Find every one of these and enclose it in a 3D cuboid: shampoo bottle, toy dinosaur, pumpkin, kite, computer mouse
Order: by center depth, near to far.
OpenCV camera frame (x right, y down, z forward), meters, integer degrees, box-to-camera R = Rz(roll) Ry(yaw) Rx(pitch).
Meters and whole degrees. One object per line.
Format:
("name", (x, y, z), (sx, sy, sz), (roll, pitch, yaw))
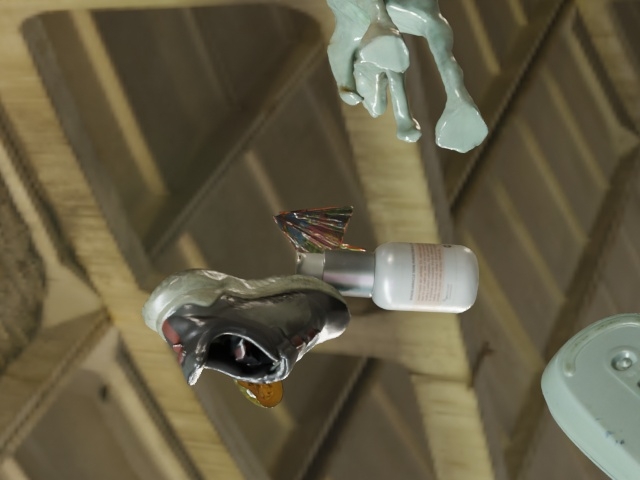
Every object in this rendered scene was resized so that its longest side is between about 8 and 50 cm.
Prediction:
("toy dinosaur", (0.053, -0.176, 0.854), (0.392, 0.092, 0.205), (88, 173, -50))
("computer mouse", (0.331, 0.179, 1.191), (0.160, 0.288, 0.097), (-29, -46, -16))
("shampoo bottle", (0.068, 0.038, 1.334), (0.074, 0.192, 0.074), (-178, 90, -86))
("pumpkin", (-0.085, 0.179, 1.600), (0.083, 0.028, 0.050), (48, -131, -21))
("kite", (0.000, 0.000, 2.112), (0.241, 0.183, 0.014), (-75, 6, -54))

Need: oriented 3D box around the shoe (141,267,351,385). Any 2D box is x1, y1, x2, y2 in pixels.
("shoe", (-0.065, 0.096, 1.250), (0.228, 0.099, 0.112), (8, -135, -32))
